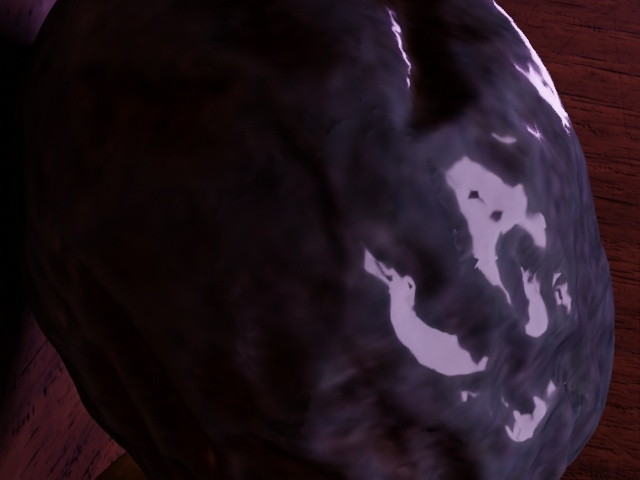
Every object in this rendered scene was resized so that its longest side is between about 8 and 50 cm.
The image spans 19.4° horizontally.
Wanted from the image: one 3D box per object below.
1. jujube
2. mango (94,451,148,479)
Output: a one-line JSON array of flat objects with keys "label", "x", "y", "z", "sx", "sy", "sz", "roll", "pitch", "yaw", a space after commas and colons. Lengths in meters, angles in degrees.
[{"label": "jujube", "x": -0.006, "y": 0.006, "z": 0.758, "sx": 0.246, "sy": 0.215, "sz": 0.308, "roll": 49, "pitch": -11, "yaw": 51}, {"label": "mango", "x": -0.062, "y": 0.228, "z": 0.984, "sx": 0.365, "sy": 0.182, "sz": 0.253, "roll": 68, "pitch": 35, "yaw": -56}]
